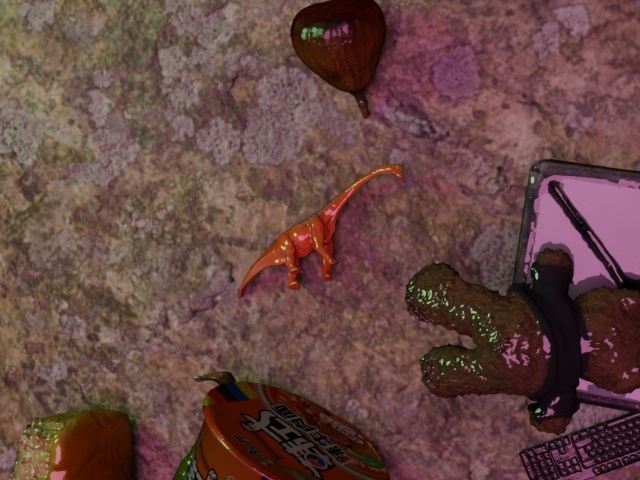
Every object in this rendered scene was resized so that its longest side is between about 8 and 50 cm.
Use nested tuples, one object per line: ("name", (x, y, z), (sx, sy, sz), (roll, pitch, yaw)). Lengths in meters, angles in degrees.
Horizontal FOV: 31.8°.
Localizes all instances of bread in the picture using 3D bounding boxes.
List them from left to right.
("bread", (-0.324, 0.344, 1.488), (0.121, 0.174, 0.245), (1, 92, 34))

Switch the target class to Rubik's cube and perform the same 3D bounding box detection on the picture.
("Rubik's cube", (0.344, 0.046, 1.262), (0.255, 0.259, 0.260), (8, 94, 14))

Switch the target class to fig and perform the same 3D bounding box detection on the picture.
("fig", (0.039, -0.244, 1.416), (0.119, 0.153, 0.119), (-22, 47, 26))

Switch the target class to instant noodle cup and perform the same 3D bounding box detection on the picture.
("instant noodle cup", (-0.066, 0.321, 1.389), (0.250, 0.250, 0.192), (29, 106, 11))

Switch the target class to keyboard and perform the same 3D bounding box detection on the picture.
("keyboard", (0.352, 0.257, 1.394), (0.204, 0.013, 0.061), (-23, 87, 14))

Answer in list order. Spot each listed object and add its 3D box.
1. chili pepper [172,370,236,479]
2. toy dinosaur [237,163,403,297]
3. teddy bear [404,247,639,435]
("chili pepper", (-0.176, 0.331, 1.496), (0.085, 0.076, 0.359), (14, 101, -15))
("toy dinosaur", (-0.003, -0.002, 1.445), (0.280, 0.055, 0.101), (-27, 64, 16))
("teddy bear", (0.204, 0.103, 1.108), (0.251, 0.129, 0.182), (-3, 97, 15))
